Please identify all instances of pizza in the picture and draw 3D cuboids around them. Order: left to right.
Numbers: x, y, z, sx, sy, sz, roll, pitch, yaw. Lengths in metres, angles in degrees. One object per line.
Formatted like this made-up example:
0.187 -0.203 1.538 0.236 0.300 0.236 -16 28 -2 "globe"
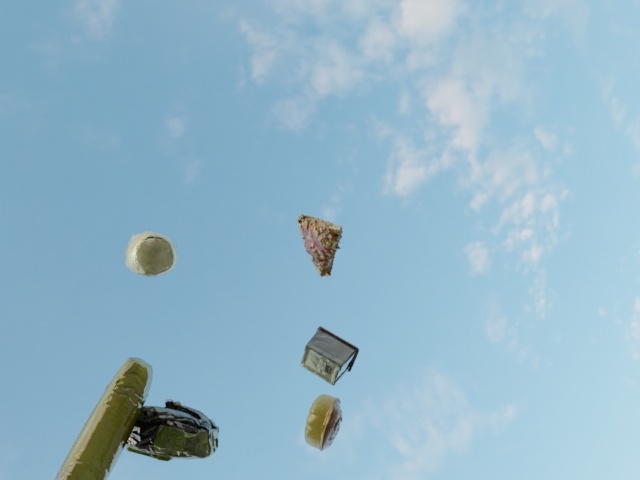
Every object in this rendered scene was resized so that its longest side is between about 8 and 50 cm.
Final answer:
0.000 0.000 1.555 0.062 0.199 0.188 -22 -98 -28 "pizza"

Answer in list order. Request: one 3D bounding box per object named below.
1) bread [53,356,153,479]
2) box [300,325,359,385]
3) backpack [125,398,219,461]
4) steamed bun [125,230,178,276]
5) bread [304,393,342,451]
-0.533 0.476 1.464 0.112 0.166 0.383 32 -131 -14 "bread"
0.012 0.201 1.008 0.063 0.085 0.060 -38 -29 -52 "box"
-0.403 0.528 1.617 0.207 0.254 0.139 32 -114 -75 "backpack"
-0.425 0.035 1.460 0.130 0.091 0.112 12 -116 -6 "steamed bun"
0.007 0.512 1.605 0.125 0.086 0.156 -48 -31 -56 "bread"
